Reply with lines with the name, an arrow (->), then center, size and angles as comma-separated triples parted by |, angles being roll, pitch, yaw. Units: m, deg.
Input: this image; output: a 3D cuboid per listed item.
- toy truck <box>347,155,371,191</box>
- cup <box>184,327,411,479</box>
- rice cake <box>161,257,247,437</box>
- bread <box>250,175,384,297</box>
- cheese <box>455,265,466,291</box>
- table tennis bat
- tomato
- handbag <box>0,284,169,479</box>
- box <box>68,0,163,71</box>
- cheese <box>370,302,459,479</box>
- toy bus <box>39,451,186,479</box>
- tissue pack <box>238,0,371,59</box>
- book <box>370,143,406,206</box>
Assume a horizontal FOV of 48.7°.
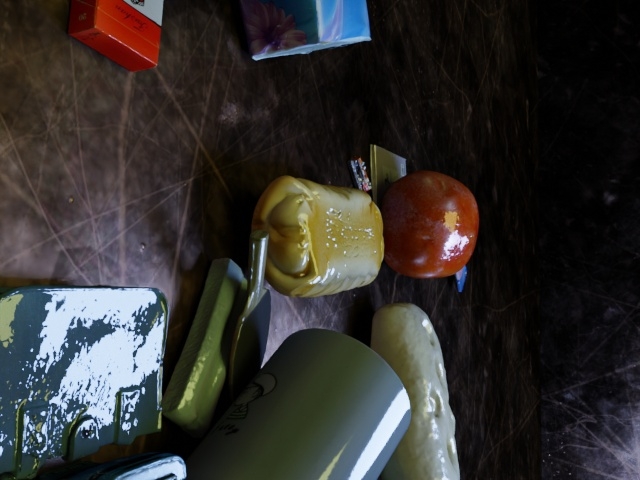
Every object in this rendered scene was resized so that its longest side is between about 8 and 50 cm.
toy truck -> 0.076, -0.121, 1.358 | 0.032, 0.024, 0.083 | -39, 121, -32
cup -> -0.041, 0.275, 0.860 | 0.312, 0.206, 0.205 | -46, 127, -46
rice cake -> -0.137, 0.132, 0.897 | 0.080, 0.042, 0.221 | 54, 41, -44
bread -> 0.000, 0.000, 1.089 | 0.311, 0.121, 0.172 | 4, 81, -62
cheese -> 0.343, 0.001, 1.806 | 0.188, 0.074, 0.285 | -62, 142, -45
table tennis bat -> -0.088, 0.103, 0.929 | 0.138, 0.022, 0.246 | -57, 156, -62
tomato -> 0.223, -0.030, 1.438 | 0.232, 0.189, 0.231 | -22, 115, -58
handbag -> -0.239, 0.130, 0.677 | 0.229, 0.062, 0.179 | 10, 78, -62
box -> -0.222, -0.279, 0.787 | 0.100, 0.048, 0.151 | 22, 69, -58
cheese -> 0.165, 0.294, 1.309 | 0.351, 0.130, 0.328 | -59, 135, -69
toy bus -> -0.194, 0.327, 0.659 | 0.114, 0.134, 0.246 | 3, 85, -60
tissue pack -> -0.032, -0.419, 1.058 | 0.198, 0.146, 0.263 | -34, 116, -60
book -> 0.148, -0.128, 1.510 | 0.182, 0.014, 0.127 | 7, 80, -62
